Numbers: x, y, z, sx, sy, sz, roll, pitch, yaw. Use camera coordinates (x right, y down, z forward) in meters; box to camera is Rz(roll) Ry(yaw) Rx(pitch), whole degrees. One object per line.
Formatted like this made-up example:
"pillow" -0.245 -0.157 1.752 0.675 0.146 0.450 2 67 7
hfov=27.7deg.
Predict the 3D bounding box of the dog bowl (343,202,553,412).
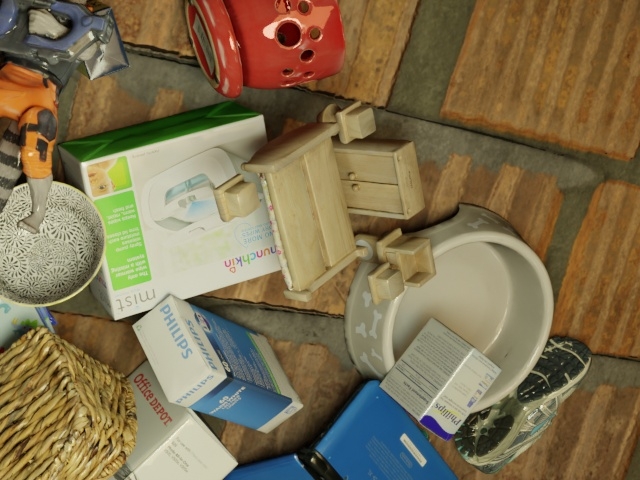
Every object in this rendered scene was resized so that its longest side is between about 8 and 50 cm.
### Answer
"dog bowl" 0.215 0.119 2.051 0.348 0.102 0.349 -8 111 -23

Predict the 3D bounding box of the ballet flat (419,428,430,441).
"ballet flat" 0.096 0.343 2.102 0.168 0.057 0.052 -8 120 -13

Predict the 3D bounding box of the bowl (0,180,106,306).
"bowl" -0.354 0.016 1.667 0.170 0.080 0.170 0 68 -1

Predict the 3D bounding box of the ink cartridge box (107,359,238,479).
"ink cartridge box" -0.283 0.334 1.825 0.289 0.211 0.121 -43 119 -6

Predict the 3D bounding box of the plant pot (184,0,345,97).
"plant pot" -0.078 -0.290 1.726 0.174 0.191 0.191 -19 114 -16

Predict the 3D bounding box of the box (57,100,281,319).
"box" -0.201 -0.045 1.789 0.262 0.127 0.231 -16 111 -21

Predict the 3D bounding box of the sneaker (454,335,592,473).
"sneaker" 0.345 0.277 2.181 0.283 0.110 0.122 -41 139 -8

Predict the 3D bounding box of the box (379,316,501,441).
"box" 0.177 0.205 1.931 0.072 0.126 0.137 38 89 -32

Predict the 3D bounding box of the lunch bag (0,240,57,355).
"lunch bag" -0.457 0.102 1.736 0.176 0.090 0.219 -28 116 -14

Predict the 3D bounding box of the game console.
"game console" 0.039 0.382 2.056 0.250 0.173 0.293 -50 122 -21

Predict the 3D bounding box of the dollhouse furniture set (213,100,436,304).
"dollhouse furniture set" -0.030 -0.012 1.772 0.355 0.174 0.303 -35 121 -41

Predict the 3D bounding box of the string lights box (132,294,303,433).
"string lights box" -0.139 0.177 1.819 0.077 0.133 0.259 -38 149 13

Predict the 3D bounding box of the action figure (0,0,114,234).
"action figure" -0.397 -0.210 1.585 0.330 0.341 0.178 -66 158 -5

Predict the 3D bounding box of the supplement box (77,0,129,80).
"supplement box" -0.296 -0.263 1.692 0.056 0.083 0.083 -22 115 -17

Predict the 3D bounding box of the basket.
"basket" -0.379 0.298 1.701 0.299 0.213 0.223 -37 147 3
